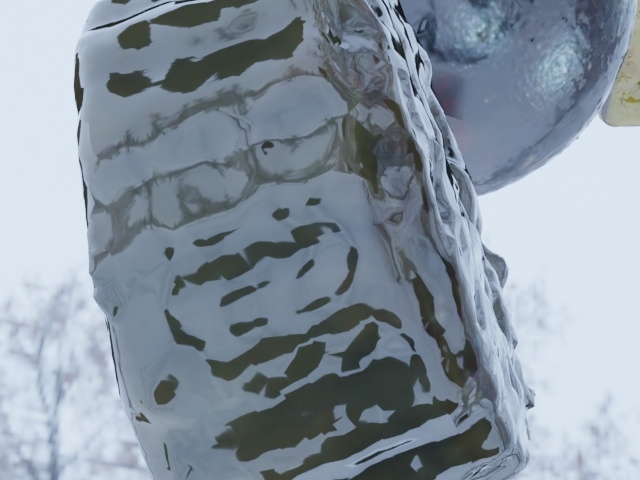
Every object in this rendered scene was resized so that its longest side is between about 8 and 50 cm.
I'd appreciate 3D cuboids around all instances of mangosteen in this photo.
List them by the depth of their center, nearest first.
[{"bbox_3d":[0.066,-0.168,1.199,0.288,0.288,0.288,3,-42,3],"label":"mangosteen"}]

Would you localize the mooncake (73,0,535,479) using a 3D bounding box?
[{"bbox_3d":[0.000,0.000,0.670,0.124,0.228,0.228,-17,-46,13],"label":"mooncake"}]

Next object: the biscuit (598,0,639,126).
[{"bbox_3d":[0.346,-0.178,1.700,0.183,0.039,0.174,9,-64,15],"label":"biscuit"}]
